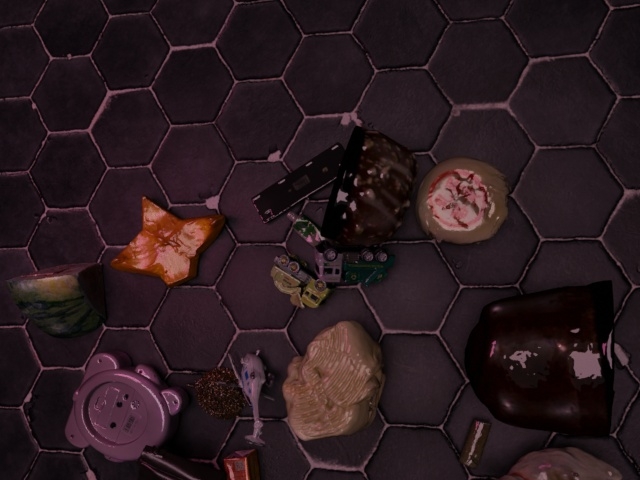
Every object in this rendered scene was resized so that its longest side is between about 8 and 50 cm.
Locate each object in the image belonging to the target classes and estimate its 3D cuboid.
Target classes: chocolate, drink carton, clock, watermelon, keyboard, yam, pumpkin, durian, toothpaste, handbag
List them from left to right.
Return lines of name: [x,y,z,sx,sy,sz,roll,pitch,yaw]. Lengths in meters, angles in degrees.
watermelon: [-0.788,0.167,1.781,0.213,0.201,0.261,-8,126,10]
clock: [-0.569,0.505,1.702,0.322,0.113,0.295,20,89,11]
pumpkin: [-0.453,0.007,1.735,0.290,0.095,0.258,18,84,9]
handbag: [-0.413,0.710,1.597,0.257,0.113,0.285,23,113,1]
durian: [-0.305,0.443,1.663,0.189,0.091,0.148,14,87,14]
drink carton: [-0.209,0.711,1.614,0.071,0.096,0.222,-10,83,10]
keyboard: [-0.051,-0.165,1.703,0.317,0.027,0.106,-31,76,7]
toothpaste: [0.000,0.000,1.667,0.248,0.047,0.078,40,86,9]
chocolate: [0.145,-0.135,1.550,0.210,0.225,0.340,20,71,-7]
yam: [0.410,0.538,1.526,0.054,0.054,0.132,20,88,13]
chocolate: [0.527,0.276,1.402,0.331,0.384,0.383,2,85,26]

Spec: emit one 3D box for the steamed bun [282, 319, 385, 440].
steamed bun: [0.050,0.376,1.547,0.276,0.203,0.289,-15,68,19]

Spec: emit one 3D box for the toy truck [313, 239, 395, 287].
toy truck: [0.089,0.066,1.590,0.216,0.110,0.116,1,104,-12]

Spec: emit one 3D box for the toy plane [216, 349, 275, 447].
toy plane: [-0.189,0.414,1.582,0.182,0.273,0.107,34,112,-12]

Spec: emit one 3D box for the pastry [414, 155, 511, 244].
pastry: [0.382,-0.104,1.557,0.265,0.133,0.264,-1,86,8]

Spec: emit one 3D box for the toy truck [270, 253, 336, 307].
toy truck: [-0.061,0.123,1.648,0.191,0.085,0.116,33,101,14]

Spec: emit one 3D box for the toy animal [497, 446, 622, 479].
toy animal: [0.548,0.608,1.387,0.308,0.188,0.266,-8,45,47]
